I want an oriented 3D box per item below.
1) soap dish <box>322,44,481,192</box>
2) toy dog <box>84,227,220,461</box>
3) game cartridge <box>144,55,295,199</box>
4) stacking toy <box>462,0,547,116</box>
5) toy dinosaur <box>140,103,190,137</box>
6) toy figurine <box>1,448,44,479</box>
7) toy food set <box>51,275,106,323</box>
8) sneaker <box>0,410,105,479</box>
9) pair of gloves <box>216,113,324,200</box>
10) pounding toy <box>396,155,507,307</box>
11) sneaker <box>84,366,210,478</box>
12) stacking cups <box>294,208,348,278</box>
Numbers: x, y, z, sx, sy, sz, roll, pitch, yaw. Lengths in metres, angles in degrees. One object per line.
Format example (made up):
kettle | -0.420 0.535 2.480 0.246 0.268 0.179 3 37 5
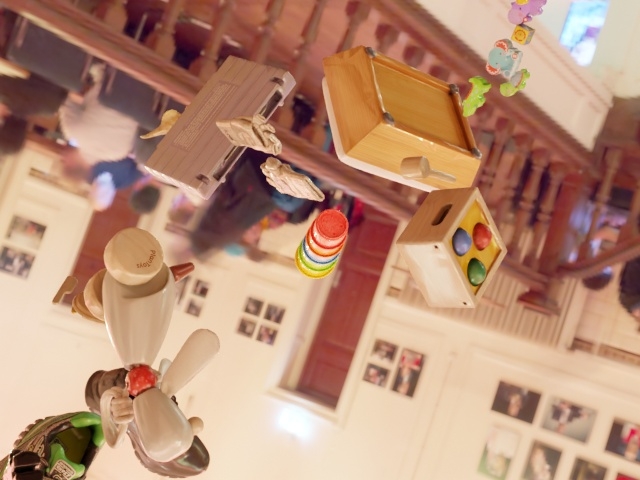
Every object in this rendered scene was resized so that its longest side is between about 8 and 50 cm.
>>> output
soap dish | 0.151 -0.217 1.666 0.291 0.228 0.118 16 139 -35
toy dog | -0.231 0.144 1.359 0.161 0.333 0.220 -7 178 -34
game cartridge | -0.239 -0.272 2.163 0.230 0.355 0.068 23 162 46
stacking toy | 0.271 -0.291 1.295 0.052 0.221 0.167 33 -148 22
toy dinosaur | -0.386 -0.289 2.367 0.053 0.183 0.092 27 146 49
toy figurine | -0.493 0.340 1.207 0.210 0.213 0.148 34 138 -5
toy food set | -0.418 0.134 1.784 0.192 0.038 0.132 16 -157 -3
sneaker | -0.452 0.376 1.395 0.146 0.343 0.134 -28 109 36
pair of gloves | -0.101 -0.177 1.940 0.240 0.042 0.204 48 165 -23
pounding toy | 0.195 -0.037 1.345 0.094 0.181 0.206 -2 129 42
sneaker | -0.298 0.336 1.679 0.130 0.109 0.286 -24 122 38
stacking cups | 0.000 0.000 1.901 0.096 0.096 0.316 19 165 1
